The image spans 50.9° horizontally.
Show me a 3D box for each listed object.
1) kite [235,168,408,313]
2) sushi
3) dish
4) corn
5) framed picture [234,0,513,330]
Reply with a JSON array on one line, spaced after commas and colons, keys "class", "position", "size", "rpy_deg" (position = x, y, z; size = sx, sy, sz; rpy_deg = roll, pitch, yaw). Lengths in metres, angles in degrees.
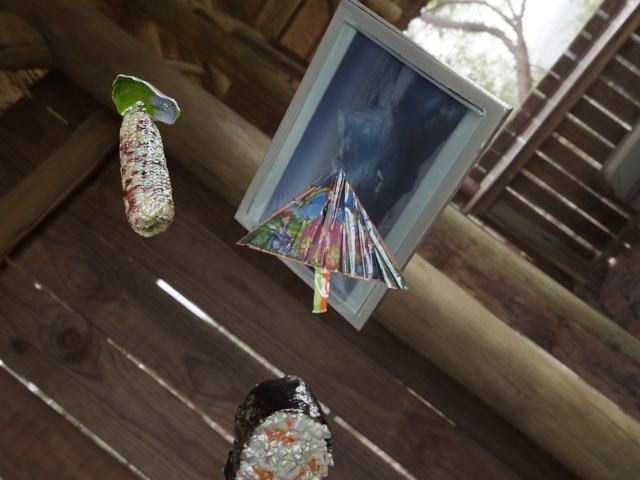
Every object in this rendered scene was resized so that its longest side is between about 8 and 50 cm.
[{"class": "kite", "position": [0.000, 0.000, 0.833], "size": [0.014, 0.241, 0.183], "rpy_deg": [-16, -67, -64]}, {"class": "sushi", "position": [-0.041, 0.205, 0.637], "size": [0.078, 0.090, 0.150], "rpy_deg": [-107, 34, -64]}, {"class": "dish", "position": [-0.326, -0.270, 1.283], "size": [0.039, 0.137, 0.091], "rpy_deg": [-69, -3, -47]}, {"class": "corn", "position": [-0.314, -0.124, 1.196], "size": [0.086, 0.253, 0.086], "rpy_deg": [-13, -28, -7]}, {"class": "framed picture", "position": [0.057, -0.115, 1.097], "size": [0.028, 0.326, 0.446], "rpy_deg": [-17, -38, -54]}]
